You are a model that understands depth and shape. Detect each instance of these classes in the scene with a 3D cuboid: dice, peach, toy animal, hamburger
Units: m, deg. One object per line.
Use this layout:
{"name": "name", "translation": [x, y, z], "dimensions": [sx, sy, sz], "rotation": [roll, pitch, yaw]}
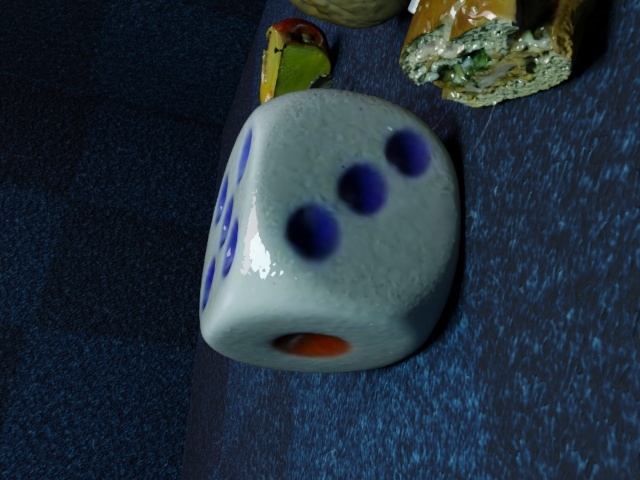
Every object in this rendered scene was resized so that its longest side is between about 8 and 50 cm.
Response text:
{"name": "dice", "translation": [0.000, 0.000, 0.936], "dimensions": [0.304, 0.277, 0.304], "rotation": [127, 150, -61]}
{"name": "peach", "translation": [-0.060, -0.410, 1.673], "dimensions": [0.267, 0.154, 0.159], "rotation": [106, 158, -49]}
{"name": "toy animal", "translation": [0.000, -0.252, 1.489], "dimensions": [0.186, 0.094, 0.214], "rotation": [-121, 38, -74]}
{"name": "hamburger", "translation": [0.174, -0.243, 0.749], "dimensions": [0.283, 0.144, 0.156], "rotation": [-170, 92, -76]}

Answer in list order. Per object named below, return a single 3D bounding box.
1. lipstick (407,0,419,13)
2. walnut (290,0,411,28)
{"name": "lipstick", "translation": [0.177, -0.412, 1.055], "dimensions": [0.040, 0.040, 0.141], "rotation": [-102, 29, -55]}
{"name": "walnut", "translation": [0.036, -0.497, 1.119], "dimensions": [0.252, 0.313, 0.277], "rotation": [-34, 36, 45]}
